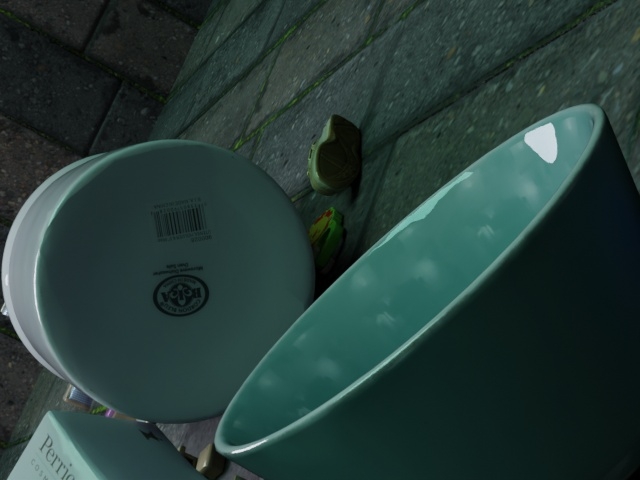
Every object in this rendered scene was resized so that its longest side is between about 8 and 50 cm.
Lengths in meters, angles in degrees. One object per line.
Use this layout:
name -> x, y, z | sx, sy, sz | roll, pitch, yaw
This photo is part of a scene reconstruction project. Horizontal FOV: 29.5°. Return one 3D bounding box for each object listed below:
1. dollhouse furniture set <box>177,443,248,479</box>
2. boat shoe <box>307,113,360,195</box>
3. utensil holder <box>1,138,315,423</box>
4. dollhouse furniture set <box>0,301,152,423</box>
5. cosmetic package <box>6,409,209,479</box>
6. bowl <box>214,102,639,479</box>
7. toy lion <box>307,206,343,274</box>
dollhouse furniture set -> -0.152, 0.265, 1.369 | 0.182, 0.101, 0.161 | -48, 22, 38
boat shoe -> 0.013, -0.096, 1.533 | 0.059, 0.063, 0.170 | -54, 9, 31
utensil holder -> -0.203, 0.046, 1.452 | 0.328, 0.327, 0.385 | -64, 16, -7
dollhouse furniture set -> -0.337, 0.112, 1.793 | 0.286, 0.303, 0.198 | -65, 17, -12
cosmetic package -> -0.269, 0.422, 1.215 | 0.230, 0.161, 0.453 | 39, 102, 38
bowl -> 0.101, 0.076, 0.755 | 0.311, 0.163, 0.311 | -42, 8, 7
toy lion -> 0.000, 0.000, 1.472 | 0.096, 0.034, 0.100 | -60, 16, -21
